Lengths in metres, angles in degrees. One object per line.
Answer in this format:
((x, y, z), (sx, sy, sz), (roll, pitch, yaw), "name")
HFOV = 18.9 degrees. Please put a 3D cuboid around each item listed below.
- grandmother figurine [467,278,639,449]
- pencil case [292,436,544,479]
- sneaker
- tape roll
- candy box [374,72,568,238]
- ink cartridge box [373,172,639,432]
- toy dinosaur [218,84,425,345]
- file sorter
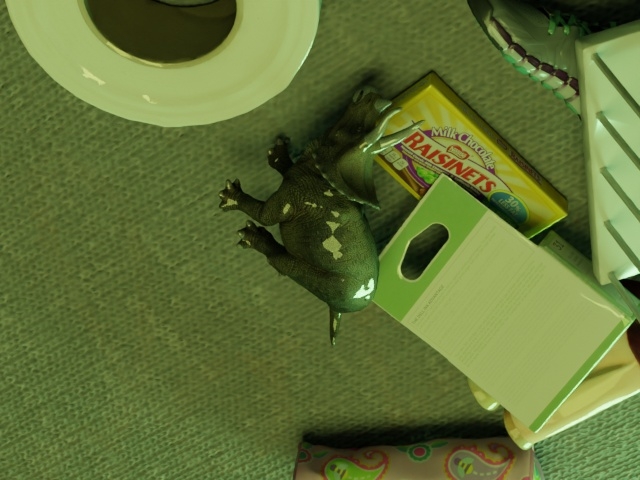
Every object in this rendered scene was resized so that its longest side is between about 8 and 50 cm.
((0.333, 0.115, 1.957), (0.342, 0.104, 0.208), (-26, 131, 30), "grandmother figurine")
((0.104, 0.278, 2.114), (0.284, 0.124, 0.124), (-3, 130, 10), "pencil case")
((0.230, -0.183, 1.740), (0.098, 0.083, 0.224), (-41, 125, 20), "sneaker")
((-0.136, -0.242, 1.716), (0.286, 0.100, 0.286), (5, 131, 5), "tape roll")
((0.137, -0.068, 1.873), (0.105, 0.027, 0.206), (-35, 118, 29), "candy box")
((0.177, 0.056, 1.910), (0.235, 0.056, 0.171), (40, 121, 6), "ink cartridge box")
((0.000, 0.000, 1.857), (0.160, 0.121, 0.313), (24, 129, 36), "toy dinosaur")
((0.359, -0.053, 1.720), (0.193, 0.173, 0.277), (-18, 129, -9), "file sorter")
